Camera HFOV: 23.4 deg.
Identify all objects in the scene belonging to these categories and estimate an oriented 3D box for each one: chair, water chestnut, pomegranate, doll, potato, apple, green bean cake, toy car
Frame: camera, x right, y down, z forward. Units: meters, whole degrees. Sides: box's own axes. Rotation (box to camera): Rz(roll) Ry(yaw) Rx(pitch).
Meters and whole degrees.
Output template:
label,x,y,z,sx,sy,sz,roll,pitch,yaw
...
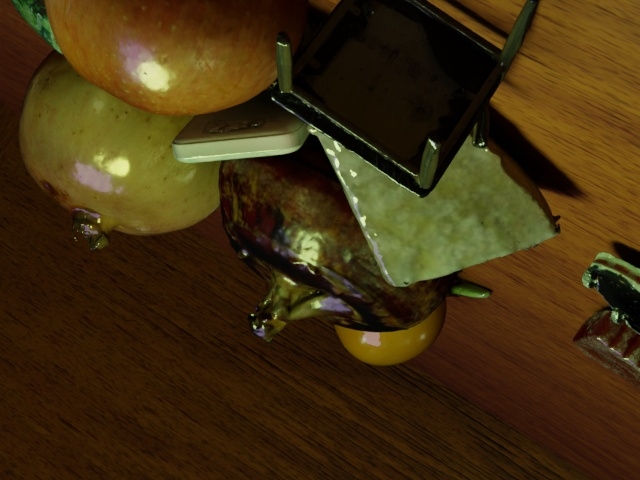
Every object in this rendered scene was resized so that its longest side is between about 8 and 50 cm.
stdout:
label,x,y,z,sx,sy,sz,roll,pitch,yaw
chair,0.070,-0.149,1.378,0.188,0.166,0.272,34,171,7
water chestnut,0.000,0.000,2.005,0.350,0.302,0.350,30,171,5
pomegranate,-0.289,-0.140,2.277,0.338,0.338,0.338,34,171,6
doll,0.135,0.098,2.480,0.236,0.213,0.213,-6,-179,-14
potato,0.113,-0.104,1.684,0.189,0.211,0.264,-94,-22,-56
apple,-0.139,-0.233,1.472,0.272,0.206,0.251,30,-159,36
green bean cake,0.411,0.147,2.055,0.135,0.056,0.136,36,171,2
toy car,0.374,0.073,1.798,0.095,0.056,0.205,29,173,36

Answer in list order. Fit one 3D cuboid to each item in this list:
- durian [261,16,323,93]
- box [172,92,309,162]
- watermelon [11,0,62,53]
label,x,y,z,sx,sy,sz,roll,pitch,yaw
durian,-0.044,-0.199,1.678,0.208,0.146,0.102,-142,45,-58
box,-0.067,-0.145,1.736,0.142,0.044,0.285,-6,-162,12
watermelon,-0.301,-0.335,1.867,0.176,0.256,0.260,-8,164,-7
